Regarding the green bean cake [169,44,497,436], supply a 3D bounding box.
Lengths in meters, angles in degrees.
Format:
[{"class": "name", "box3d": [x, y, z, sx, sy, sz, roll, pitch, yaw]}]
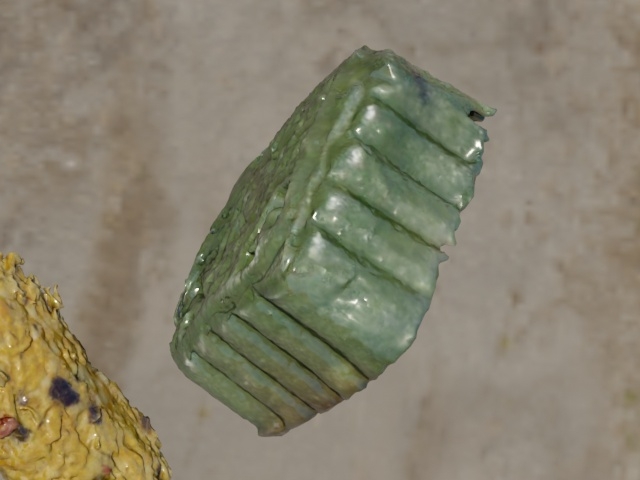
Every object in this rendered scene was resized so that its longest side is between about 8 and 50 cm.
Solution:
[{"class": "green bean cake", "box3d": [0.000, 0.000, 1.073, 0.094, 0.173, 0.181, 31, 59, -13]}]

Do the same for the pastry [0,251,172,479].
[{"class": "pastry", "box3d": [-0.121, 0.070, 0.833, 0.140, 0.056, 0.080, 56, 32, -20]}]
